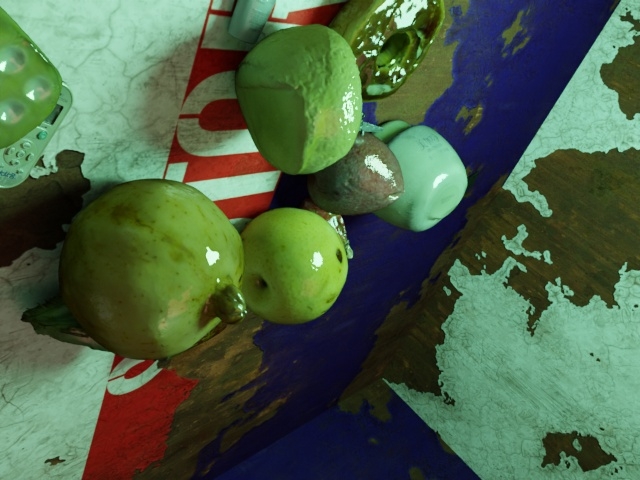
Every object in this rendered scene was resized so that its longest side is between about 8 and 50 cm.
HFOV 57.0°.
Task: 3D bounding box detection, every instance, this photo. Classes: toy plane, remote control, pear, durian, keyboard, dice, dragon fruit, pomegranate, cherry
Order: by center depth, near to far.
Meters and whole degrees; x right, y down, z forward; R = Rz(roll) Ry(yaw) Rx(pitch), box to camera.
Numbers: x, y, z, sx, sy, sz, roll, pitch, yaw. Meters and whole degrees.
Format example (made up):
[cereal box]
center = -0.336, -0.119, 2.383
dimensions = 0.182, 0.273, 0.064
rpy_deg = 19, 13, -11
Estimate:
[dice]
center = -0.484, -0.243, 0.816
dimensions = 0.169, 0.169, 0.166
rpy_deg = -44, 154, -8
[remote control]
center = -0.504, -0.186, 1.011
dimensions = 0.221, 0.042, 0.078
rpy_deg = -54, 152, 10
[pomegranate]
center = -0.318, 0.066, 1.215
dimensions = 0.410, 0.410, 0.410
rpy_deg = -35, 151, -23
[durian]
center = -0.522, 0.211, 1.353
dimensions = 0.163, 0.198, 0.394
rpy_deg = -47, 152, 3
[toy plane]
center = 0.080, -0.322, 1.533
dimensions = 0.225, 0.226, 0.058
rpy_deg = 30, 132, -27
[cherry]
center = 0.091, -0.190, 1.648
dimensions = 0.261, 0.307, 0.221
rpy_deg = 104, 1, -46
[pear]
center = -0.088, 0.071, 1.666
dimensions = 0.348, 0.348, 0.348
rpy_deg = -35, 151, -23
[dragon fruit]
center = 0.000, 0.000, 1.850
dimensions = 0.134, 0.211, 0.262
rpy_deg = -36, 146, -38
[keyboard]
center = 0.593, -0.206, 2.623
dimensions = 0.381, 0.041, 0.104
rpy_deg = -29, 148, -33

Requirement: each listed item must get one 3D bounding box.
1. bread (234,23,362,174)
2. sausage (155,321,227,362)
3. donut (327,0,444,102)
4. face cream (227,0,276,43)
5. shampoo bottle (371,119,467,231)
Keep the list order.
[bread]
center = -0.038, -0.299, 1.258
dimensions = 0.237, 0.321, 0.321
rpy_deg = -24, 148, -14
[sausage]
center = -0.360, 0.249, 1.734
dimensions = 0.317, 0.117, 0.125
rpy_deg = -20, 147, -43
[donut]
center = 0.145, -0.497, 1.450
dimensions = 0.329, 0.160, 0.330
rpy_deg = -24, 145, -18
[face cream]
center = -0.118, -0.490, 1.156
dimensions = 0.084, 0.057, 0.198
rpy_deg = -7, 131, -54
[shampoo bottle]
center = 0.281, -0.198, 1.858
dimensions = 0.322, 0.317, 0.323
rpy_deg = -36, 154, -21
